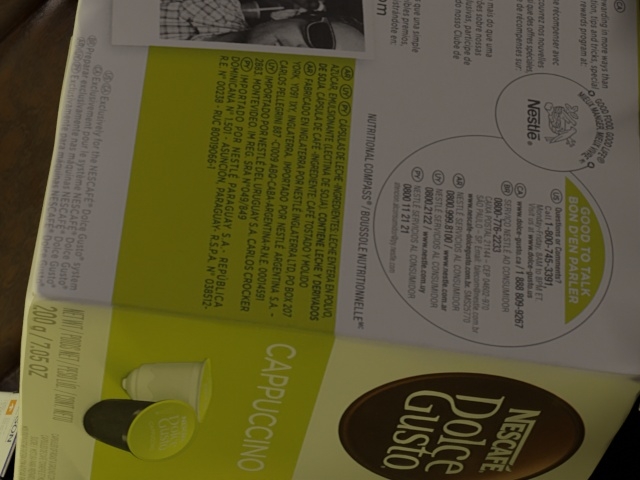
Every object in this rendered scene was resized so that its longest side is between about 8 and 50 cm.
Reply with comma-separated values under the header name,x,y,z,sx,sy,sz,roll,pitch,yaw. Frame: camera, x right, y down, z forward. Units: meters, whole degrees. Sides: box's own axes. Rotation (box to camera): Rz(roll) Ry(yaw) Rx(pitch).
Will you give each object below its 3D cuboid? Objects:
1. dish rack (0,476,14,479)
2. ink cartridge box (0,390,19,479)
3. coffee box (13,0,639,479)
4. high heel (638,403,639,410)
name,x,y,z,sx,sy,sz,roll,pitch,yaw
dish rack,-0.266,0.287,1.581,0.271,0.208,0.074,-38,52,24
ink cartridge box,-0.340,0.248,1.843,0.224,0.045,0.223,-4,62,54
coffee box,0.000,0.000,1.224,0.337,0.334,0.338,107,170,-57
high heel,0.298,0.048,1.096,0.261,0.186,0.093,-57,-10,-42
